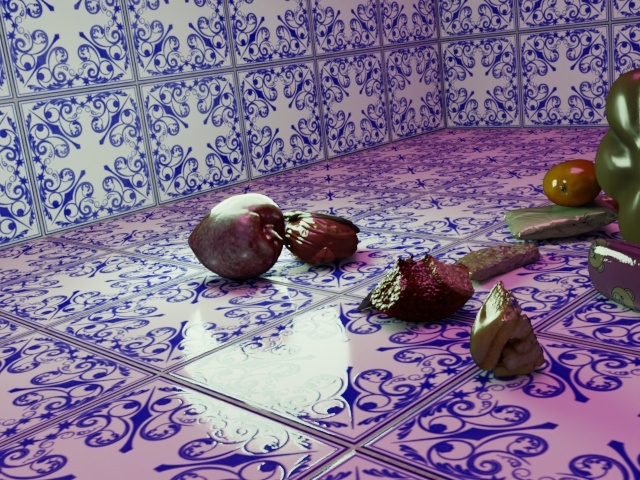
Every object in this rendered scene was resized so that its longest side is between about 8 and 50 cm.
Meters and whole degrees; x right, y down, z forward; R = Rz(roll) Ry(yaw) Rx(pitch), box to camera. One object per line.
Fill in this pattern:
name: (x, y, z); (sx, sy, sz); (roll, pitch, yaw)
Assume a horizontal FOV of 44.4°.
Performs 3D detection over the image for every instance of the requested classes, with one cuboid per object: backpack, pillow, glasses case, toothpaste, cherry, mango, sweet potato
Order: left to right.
cherry: (-0.213, -0.007, 2.039); (0.300, 0.203, 0.230); (-7, 53, 28)
backpack: (0.001, -0.002, 2.096); (0.229, 0.139, 0.229); (11, 7, -1)
toothpaste: (0.173, 0.099, 1.747); (0.234, 0.089, 0.057); (-22, 64, -46)
pillow: (0.649, -0.059, 2.125); (0.280, 0.076, 0.274); (-11, 11, 9)
mango: (0.662, -0.152, 2.069); (0.151, 0.121, 0.221); (-11, 4, 6)
sweet potato: (0.818, -0.106, 2.266); (0.218, 0.051, 0.065); (2, 15, 34)
glasses case: (0.624, 0.076, 1.496); (0.075, 0.123, 0.316); (-13, 16, -18)

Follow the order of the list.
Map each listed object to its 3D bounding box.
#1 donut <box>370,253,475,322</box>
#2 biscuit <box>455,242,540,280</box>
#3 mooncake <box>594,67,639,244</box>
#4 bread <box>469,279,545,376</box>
donut: (0.217, 0.109, 1.603); (0.186, 0.144, 0.126); (18, 16, -15)
biscuit: (0.409, 0.048, 1.882); (0.289, 0.038, 0.141); (-16, 16, -38)
mooncake: (0.831, -0.182, 1.756); (0.262, 0.467, 0.467); (-9, 14, -10)
bread: (0.295, 0.158, 1.304); (0.110, 0.156, 0.103); (-26, 22, 7)
